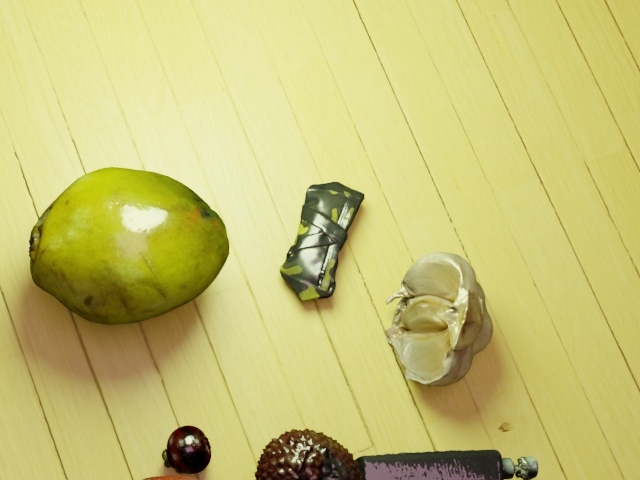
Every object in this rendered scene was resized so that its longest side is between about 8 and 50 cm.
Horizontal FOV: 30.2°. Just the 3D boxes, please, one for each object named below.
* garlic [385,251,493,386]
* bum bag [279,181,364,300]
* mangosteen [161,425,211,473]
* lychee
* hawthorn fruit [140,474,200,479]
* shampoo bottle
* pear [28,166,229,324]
[{"bbox_3d":[0.218,0.135,2.052,0.142,0.178,0.230,4,89,-41],"label":"garlic"},{"bbox_3d":[0.000,0.000,2.087,0.106,0.060,0.233,18,68,5],"label":"bum bag"},{"bbox_3d":[-0.216,0.341,1.925,0.081,0.081,0.081,3,72,-10],"label":"mangosteen"},{"bbox_3d":[-0.023,0.390,1.896,0.188,0.188,0.188,3,72,-10],"label":"lychee"},{"bbox_3d":[-0.201,0.463,1.827,0.253,0.205,0.205,10,71,-13],"label":"hawthorn fruit"},{"bbox_3d":[0.213,0.384,1.983,0.309,0.098,0.071,-2,73,-11],"label":"shampoo bottle"},{"bbox_3d":[-0.311,0.010,1.924,0.321,0.269,0.269,-7,74,-26],"label":"pear"}]
